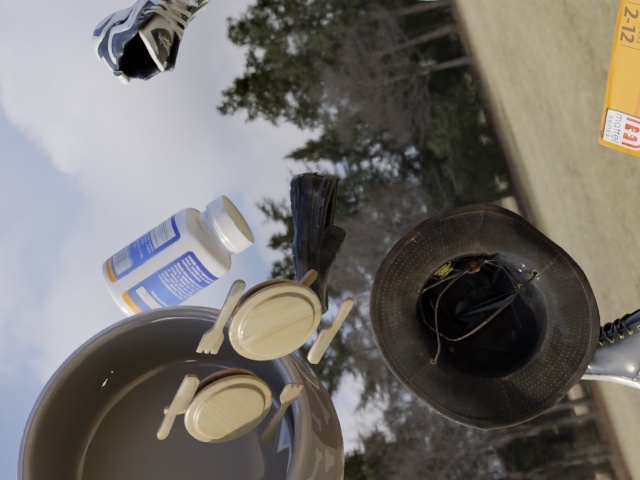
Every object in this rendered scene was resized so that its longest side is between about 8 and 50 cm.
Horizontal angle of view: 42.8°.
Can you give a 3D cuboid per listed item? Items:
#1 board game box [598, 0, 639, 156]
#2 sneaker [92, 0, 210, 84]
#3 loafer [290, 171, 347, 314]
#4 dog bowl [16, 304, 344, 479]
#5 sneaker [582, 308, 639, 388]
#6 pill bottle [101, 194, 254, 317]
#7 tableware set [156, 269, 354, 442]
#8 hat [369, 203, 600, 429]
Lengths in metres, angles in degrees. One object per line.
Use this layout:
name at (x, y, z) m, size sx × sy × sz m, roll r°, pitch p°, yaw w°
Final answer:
board game box at (0.599, -0.297, 0.991) m, size 0.356 × 0.356 × 0.356 m, roll -47°, pitch -33°, yaw -29°
sneaker at (-0.211, -0.305, 1.140) m, size 0.094 × 0.235 × 0.153 m, roll 53°, pitch -174°, yaw -46°
loafer at (0.000, 0.000, 1.182) m, size 0.076 × 0.078 × 0.223 m, roll 67°, pitch -162°, yaw -64°
dog bowl at (-0.153, 0.224, 0.861) m, size 0.102 × 0.349 × 0.348 m, roll 75°, pitch -173°, yaw -57°
sneaker at (0.427, 0.145, 1.223) m, size 0.083 × 0.222 × 0.118 m, roll -54°, pitch -32°, yaw -55°
pill bottle at (-0.268, 0.032, 1.573) m, size 0.152 × 0.272 × 0.152 m, roll 57°, pitch -174°, yaw -9°
tableware set at (-0.069, 0.108, 0.759) m, size 0.128 × 0.194 × 0.039 m, roll 12°, pitch -151°, yaw -34°
hat at (0.233, 0.108, 1.218) m, size 0.134 × 0.332 × 0.331 m, roll -76°, pitch -30°, yaw -86°
